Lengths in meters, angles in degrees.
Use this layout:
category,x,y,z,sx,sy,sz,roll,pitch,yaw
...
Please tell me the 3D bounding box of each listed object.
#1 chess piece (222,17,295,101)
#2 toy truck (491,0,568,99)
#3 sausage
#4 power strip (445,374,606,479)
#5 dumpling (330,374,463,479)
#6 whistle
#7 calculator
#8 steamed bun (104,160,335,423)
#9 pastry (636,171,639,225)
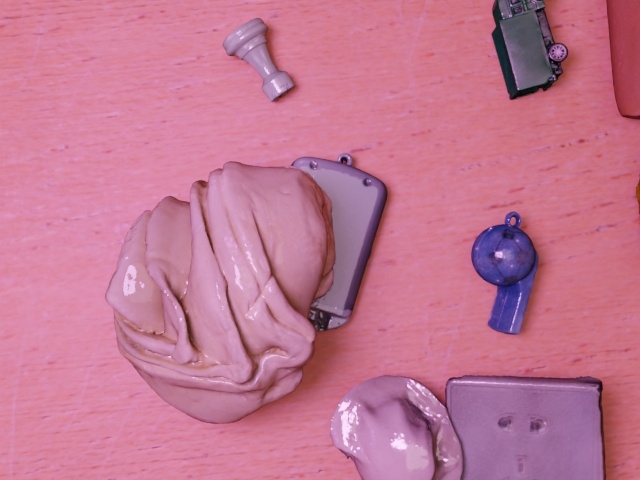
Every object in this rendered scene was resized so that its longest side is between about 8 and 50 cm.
category,x,y,z,sx,sy,sz,roll,pitch,yaw
chess piece,-0.079,-0.241,1.039,0.067,0.067,0.103,-35,96,-3
toy truck,0.280,-0.275,1.041,0.079,0.065,0.147,-14,87,2
sausage,0.443,-0.311,1.017,0.121,0.121,0.305,-2,86,-1
power strip,0.263,0.268,0.990,0.198,0.064,0.213,0,101,12
dumpling,0.104,0.257,0.973,0.176,0.092,0.150,38,101,27
whistle,0.235,0.038,1.007,0.090,0.090,0.158,17,87,1
calculator,0.000,0.000,1.026,0.141,0.045,0.246,16,86,1
steamed bun,-0.120,0.049,0.902,0.289,0.203,0.276,-37,56,22
pastry,0.478,-0.053,0.973,0.103,0.189,0.189,-3,86,2
